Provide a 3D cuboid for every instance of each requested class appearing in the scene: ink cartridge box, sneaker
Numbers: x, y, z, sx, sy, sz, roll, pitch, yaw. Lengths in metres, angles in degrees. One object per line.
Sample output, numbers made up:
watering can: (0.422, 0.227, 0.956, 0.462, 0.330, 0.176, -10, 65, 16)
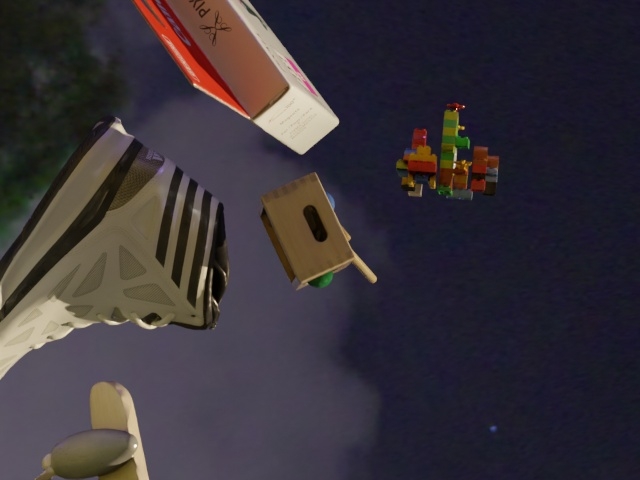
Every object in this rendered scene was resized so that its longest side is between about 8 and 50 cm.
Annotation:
ink cartridge box: (-0.118, -0.228, 1.336, 0.060, 0.239, 0.275, -40, -114, 10)
sneaker: (-0.272, 0.086, 1.634, 0.257, 0.169, 0.447, 35, -60, -10)

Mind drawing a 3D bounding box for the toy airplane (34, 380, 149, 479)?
toy airplane: (-0.266, 0.441, 1.795, 0.386, 0.272, 0.384, 50, -48, 45)

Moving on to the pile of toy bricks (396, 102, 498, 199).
pile of toy bricks: (0.150, -0.107, 1.581, 0.118, 0.212, 0.105, 5, -91, 5)

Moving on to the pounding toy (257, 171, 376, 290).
pounding toy: (0.000, 0.000, 1.593, 0.100, 0.130, 0.141, -25, -94, -7)
